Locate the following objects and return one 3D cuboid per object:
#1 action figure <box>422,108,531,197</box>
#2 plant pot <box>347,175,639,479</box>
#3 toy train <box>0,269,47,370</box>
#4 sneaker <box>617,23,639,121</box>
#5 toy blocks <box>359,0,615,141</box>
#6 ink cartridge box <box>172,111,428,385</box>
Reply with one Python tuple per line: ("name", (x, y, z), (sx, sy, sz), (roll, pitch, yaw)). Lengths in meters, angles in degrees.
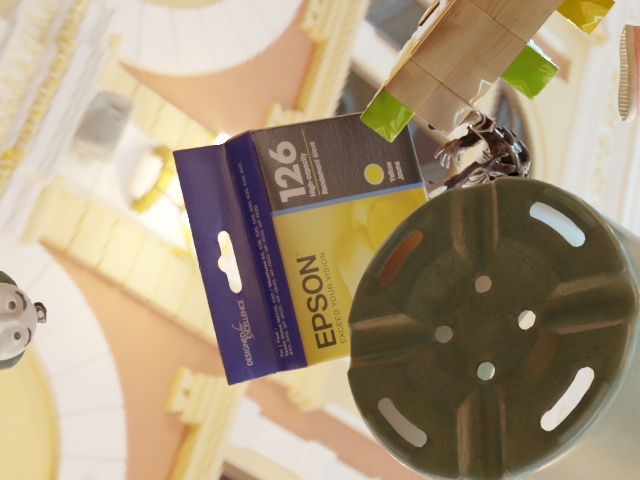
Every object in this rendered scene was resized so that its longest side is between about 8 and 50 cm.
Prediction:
("action figure", (0.205, -0.131, 1.757), (0.141, 0.275, 0.164), (-37, -177, 25))
("plant pot", (0.213, 0.116, 1.090), (0.341, 0.334, 0.341), (-15, -118, 30))
("toy train", (-0.393, 0.083, 1.184), (0.334, 0.190, 0.142), (-8, -88, 57))
("sneaker", (0.386, -0.194, 1.447), (0.051, 0.070, 0.134), (99, 0, -59))
("toy blocks", (0.213, -0.300, 1.505), (0.381, 0.191, 0.261), (-51, -172, 24))
("ink cartridge box", (0.000, 0.000, 1.549), (0.072, 0.307, 0.303), (-21, -97, 64))
